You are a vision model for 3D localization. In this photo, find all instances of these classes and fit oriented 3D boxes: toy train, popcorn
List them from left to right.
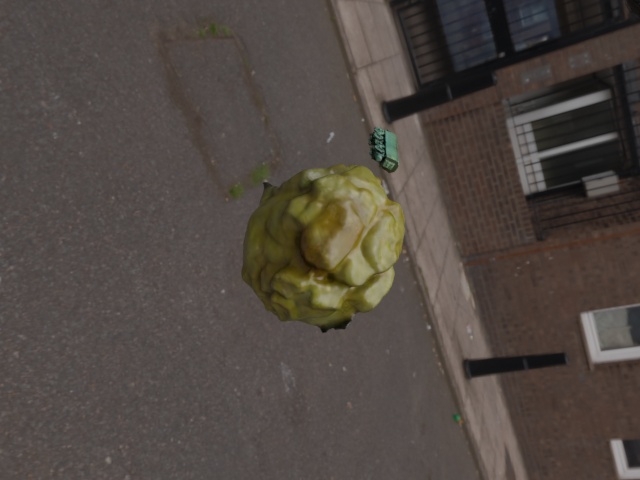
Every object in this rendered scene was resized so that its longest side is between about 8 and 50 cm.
[{"bbox_3d":[0.000,0.000,0.757,0.252,0.286,0.215,-43,111,-31],"label":"popcorn"},{"bbox_3d":[0.146,-0.215,1.206,0.070,0.038,0.148,27,36,-15],"label":"toy train"}]

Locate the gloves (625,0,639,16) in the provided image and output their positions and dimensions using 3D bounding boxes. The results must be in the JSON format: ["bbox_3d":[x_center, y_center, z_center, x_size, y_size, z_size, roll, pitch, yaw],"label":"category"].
[{"bbox_3d":[0.376,-0.337,0.477,0.135,0.107,0.268,-46,146,-46],"label":"gloves"}]
